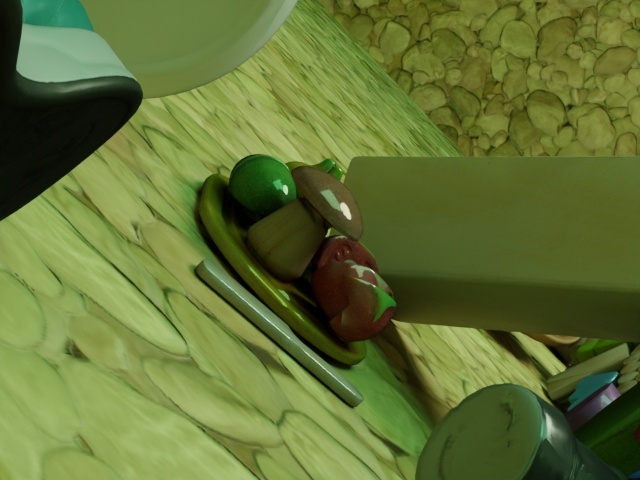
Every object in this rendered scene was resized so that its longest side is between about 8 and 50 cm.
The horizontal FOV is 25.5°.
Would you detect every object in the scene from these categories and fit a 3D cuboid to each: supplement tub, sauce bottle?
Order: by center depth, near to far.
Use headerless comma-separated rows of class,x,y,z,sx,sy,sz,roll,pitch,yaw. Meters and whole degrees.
sauce bottle,0.178,0.186,0.670,0.344,0.111,0.111,40,11,-26
supplement tub,-0.118,-0.209,0.802,0.191,0.191,0.272,41,11,-28

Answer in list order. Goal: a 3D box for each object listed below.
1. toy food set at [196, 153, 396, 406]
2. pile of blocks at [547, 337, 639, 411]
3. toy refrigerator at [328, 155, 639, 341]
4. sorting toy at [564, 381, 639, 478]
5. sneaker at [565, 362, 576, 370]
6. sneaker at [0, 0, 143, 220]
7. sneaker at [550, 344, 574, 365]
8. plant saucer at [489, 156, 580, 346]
toy food set,0.000,0.000,0.794,0.128,0.071,0.218,43,10,-14
pile of blocks,0.296,0.160,1.283,0.112,0.149,0.362,61,17,-9
toy refrigerator,0.144,0.001,0.890,0.270,0.094,0.102,3,-20,37
sorting toy,0.217,0.131,0.777,0.126,0.127,0.365,54,-12,6
sneaker,0.338,0.179,1.522,0.178,0.072,0.077,33,25,-32
sneaker,-0.150,-0.096,0.377,0.178,0.124,0.295,51,2,3
sneaker,0.294,0.092,1.693,0.071,0.066,0.188,44,9,-6
plant saucer,0.196,0.014,1.395,0.200,0.037,0.200,36,40,-37
